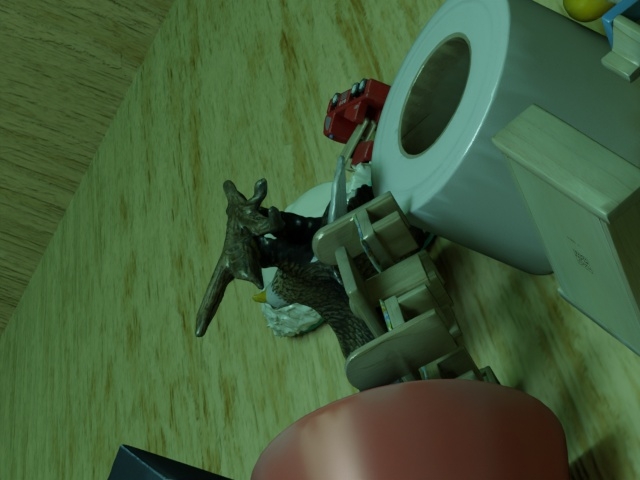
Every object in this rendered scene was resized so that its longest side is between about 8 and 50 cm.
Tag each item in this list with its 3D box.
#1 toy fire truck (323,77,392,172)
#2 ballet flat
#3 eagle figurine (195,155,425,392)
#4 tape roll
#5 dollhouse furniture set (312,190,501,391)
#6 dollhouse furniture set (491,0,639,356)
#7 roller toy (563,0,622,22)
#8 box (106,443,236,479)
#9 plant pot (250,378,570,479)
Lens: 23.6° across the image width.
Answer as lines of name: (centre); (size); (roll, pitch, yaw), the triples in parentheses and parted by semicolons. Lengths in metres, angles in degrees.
toy fire truck: (0.052, -0.138, 1.994); (0.192, 0.047, 0.135); (-18, 55, 65)
ballet flat: (0.000, 0.000, 1.868); (0.409, 0.147, 0.147); (-38, 36, 55)
eagle figurine: (0.019, 0.048, 1.579); (0.226, 0.298, 0.225); (-60, 26, -1)
tape roll: (0.179, -0.108, 1.475); (0.246, 0.169, 0.246); (-50, 27, 38)
dollhouse furniture set: (0.059, 0.122, 1.372); (0.161, 0.242, 0.212); (-28, 30, 8)
dollhouse furniture set: (0.341, -0.057, 1.176); (0.303, 0.198, 0.286); (-39, 43, -9)
roller toy: (0.302, -0.307, 1.395); (0.191, 0.146, 0.209); (-7, 53, 62)
box: (-0.090, 0.386, 1.458); (0.182, 0.296, 0.294); (18, 85, 64)
plant pot: (0.088, 0.285, 1.225); (0.275, 0.275, 0.243); (-50, 37, 40)
